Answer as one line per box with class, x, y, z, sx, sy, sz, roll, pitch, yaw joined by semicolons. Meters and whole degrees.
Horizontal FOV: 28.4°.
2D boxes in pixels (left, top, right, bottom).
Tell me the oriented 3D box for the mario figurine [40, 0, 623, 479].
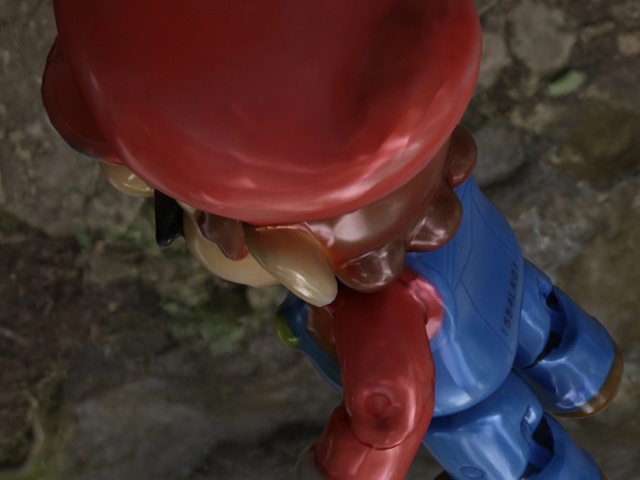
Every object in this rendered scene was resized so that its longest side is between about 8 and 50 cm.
mario figurine;0.000;0.000;0.469;0.170;0.198;0.320;-33;133;5
